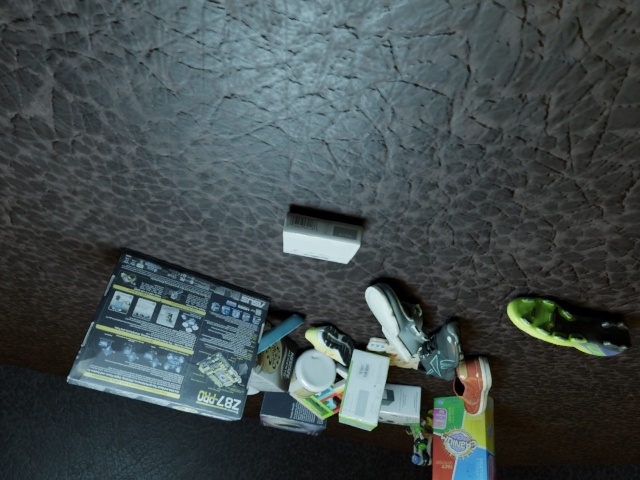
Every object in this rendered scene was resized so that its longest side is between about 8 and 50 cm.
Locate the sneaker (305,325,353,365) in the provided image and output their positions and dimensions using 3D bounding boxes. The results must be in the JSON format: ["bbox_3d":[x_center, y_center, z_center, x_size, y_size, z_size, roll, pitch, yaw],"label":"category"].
[{"bbox_3d":[0.029,0.315,1.364,0.094,0.081,0.208,-3,141,35],"label":"sneaker"}]

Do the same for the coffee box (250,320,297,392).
[{"bbox_3d":[-0.197,0.352,1.393,0.119,0.168,0.297,-5,147,24],"label":"coffee box"}]

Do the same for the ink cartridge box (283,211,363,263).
[{"bbox_3d":[0.000,0.000,0.888,0.146,0.045,0.179,11,168,-2],"label":"ink cartridge box"}]

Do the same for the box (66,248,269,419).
[{"bbox_3d":[-0.346,0.235,1.094,0.395,0.318,0.097,22,147,-20],"label":"box"}]

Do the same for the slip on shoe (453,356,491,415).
[{"bbox_3d":[0.474,0.466,1.425,0.101,0.123,0.331,-6,141,10],"label":"slip on shoe"}]

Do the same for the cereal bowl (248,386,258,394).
[{"bbox_3d":[-0.374,0.451,1.638,0.339,0.141,0.339,7,150,4],"label":"cereal bowl"}]

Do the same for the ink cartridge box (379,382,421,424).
[{"bbox_3d":[0.262,0.666,1.827,0.289,0.121,0.211,2,148,15],"label":"ink cartridge box"}]

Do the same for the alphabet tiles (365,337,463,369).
[{"bbox_3d":[0.286,0.350,1.389,0.284,0.021,0.278,8,150,3],"label":"alphabet tiles"}]

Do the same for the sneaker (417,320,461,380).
[{"bbox_3d":[0.318,0.303,1.199,0.106,0.101,0.267,4,139,11],"label":"sneaker"}]

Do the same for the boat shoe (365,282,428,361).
[{"bbox_3d":[0.197,0.187,1.101,0.099,0.116,0.319,-36,136,-7],"label":"boat shoe"}]

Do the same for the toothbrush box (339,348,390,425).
[{"bbox_3d":[0.140,0.495,1.463,0.122,0.206,0.283,12,156,10],"label":"toothbrush box"}]

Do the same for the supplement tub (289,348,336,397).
[{"bbox_3d":[-0.043,0.468,1.563,0.144,0.144,0.199,18,149,-14],"label":"supplement tub"}]

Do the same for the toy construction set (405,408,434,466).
[{"bbox_3d":[0.527,0.861,2.060,0.309,0.237,0.257,-1,121,-14],"label":"toy construction set"}]

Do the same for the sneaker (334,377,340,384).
[{"bbox_3d":[-0.037,0.585,1.821,0.222,0.083,0.118,15,153,-4],"label":"sneaker"}]

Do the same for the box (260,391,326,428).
[{"bbox_3d":[-0.121,0.777,2.073,0.294,0.182,0.296,11,149,1],"label":"box"}]

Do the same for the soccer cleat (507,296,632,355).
[{"bbox_3d":[0.537,0.199,0.994,0.289,0.093,0.121,15,156,-7],"label":"soccer cleat"}]

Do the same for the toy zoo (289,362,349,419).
[{"bbox_3d":[0.052,0.571,1.705,0.293,0.030,0.192,-35,112,25],"label":"toy zoo"}]

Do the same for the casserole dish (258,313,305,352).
[{"bbox_3d":[-0.126,0.261,1.257,0.037,0.188,0.114,56,145,5],"label":"casserole dish"}]

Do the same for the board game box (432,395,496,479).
[{"bbox_3d":[0.549,0.767,1.721,0.064,0.316,0.242,29,144,-29],"label":"board game box"}]
